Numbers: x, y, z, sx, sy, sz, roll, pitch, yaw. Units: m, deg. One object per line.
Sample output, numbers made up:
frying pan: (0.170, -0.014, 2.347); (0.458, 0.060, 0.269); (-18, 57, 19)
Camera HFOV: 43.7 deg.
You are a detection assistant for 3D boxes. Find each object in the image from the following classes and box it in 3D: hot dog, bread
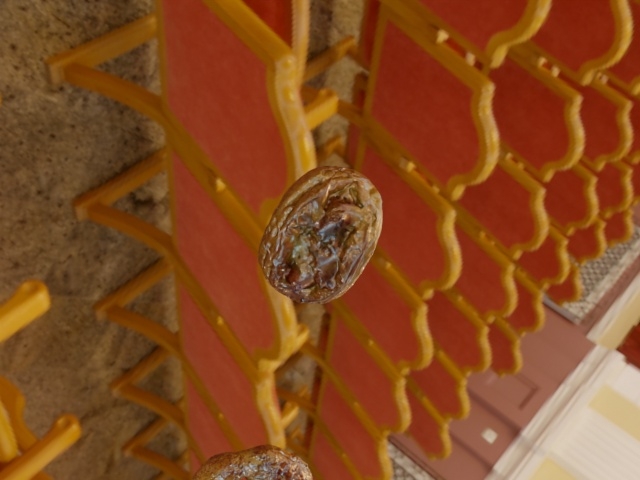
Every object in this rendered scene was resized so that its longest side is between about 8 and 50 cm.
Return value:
hot dog: (-0.002, -0.002, 1.203); (0.099, 0.161, 0.226); (-72, -175, -69)
bread: (-0.101, 0.377, 1.171); (0.193, 0.064, 0.193); (-4, 123, -6)
